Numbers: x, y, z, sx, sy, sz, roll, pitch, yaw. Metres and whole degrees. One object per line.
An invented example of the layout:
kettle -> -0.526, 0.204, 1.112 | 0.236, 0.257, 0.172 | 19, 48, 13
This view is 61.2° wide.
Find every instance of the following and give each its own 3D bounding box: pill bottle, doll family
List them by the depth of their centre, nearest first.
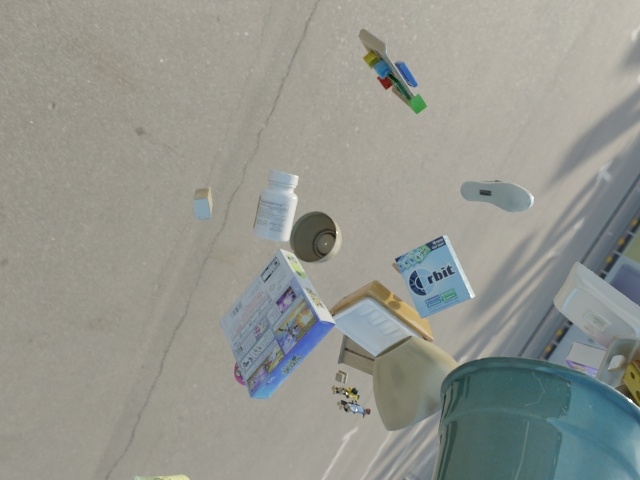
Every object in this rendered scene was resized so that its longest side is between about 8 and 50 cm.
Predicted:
pill bottle -> -0.149, -0.120, 1.856 | 0.131, 0.131, 0.229 | 2, 102, -60
doll family -> 0.125, 0.638, 2.147 | 0.111, 0.193, 0.076 | 27, 114, -31

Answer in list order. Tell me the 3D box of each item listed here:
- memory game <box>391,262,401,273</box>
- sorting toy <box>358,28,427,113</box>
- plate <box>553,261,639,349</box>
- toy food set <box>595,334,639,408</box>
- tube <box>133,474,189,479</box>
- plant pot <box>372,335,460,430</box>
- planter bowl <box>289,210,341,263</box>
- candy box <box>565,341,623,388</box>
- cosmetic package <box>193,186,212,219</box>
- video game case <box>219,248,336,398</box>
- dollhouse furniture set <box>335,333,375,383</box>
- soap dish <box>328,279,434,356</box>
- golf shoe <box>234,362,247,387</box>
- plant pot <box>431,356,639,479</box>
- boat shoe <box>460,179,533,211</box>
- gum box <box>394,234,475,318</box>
memory game -> 0.305, 0.133, 1.762 | 0.012, 0.186, 0.186 | -50, 154, -2
sorting toy -> 0.162, -0.420, 1.355 | 0.047, 0.348, 0.196 | -36, 126, 8
plate -> 0.814, 0.221, 1.575 | 0.045, 0.277, 0.278 | -40, 152, -14
toy food set -> 0.669, 0.372, 1.106 | 0.092, 0.306, 0.220 | -15, 137, 0
tube -> -0.395, 0.627, 1.352 | 0.062, 0.070, 0.240 | -65, 163, -14
plant pot -> 0.262, 0.391, 1.574 | 0.284, 0.191, 0.284 | -30, 172, -4
planter bowl -> 0.000, 0.000, 1.675 | 0.162, 0.162, 0.109 | -57, 150, 4
candy box -> 0.855, 0.397, 1.620 | 0.196, 0.165, 0.070 | 45, 69, -35
cosmetic package -> -0.319, -0.102, 1.475 | 0.041, 0.115, 0.060 | -6, 113, -7
video game case -> -0.113, 0.199, 1.307 | 0.061, 0.244, 0.269 | 22, 116, -43
dollhouse furniture set -> 0.258, 0.458, 2.247 | 0.174, 0.303, 0.356 | 6, 98, -53
soap dish -> 0.199, 0.268, 1.797 | 0.229, 0.291, 0.118 | -37, -158, 45
golf shoe -> -0.198, 0.348, 1.808 | 0.140, 0.115, 0.306 | 76, 31, -58
plant pot -> 0.301, 0.413, 0.803 | 0.341, 0.341, 0.334 | 95, 21, -46
boat shoe -> 0.498, -0.133, 1.504 | 0.070, 0.219, 0.078 | -14, 114, -36
gum box -> 0.312, 0.101, 1.491 | 0.157, 0.184, 0.041 | -28, 166, 28
